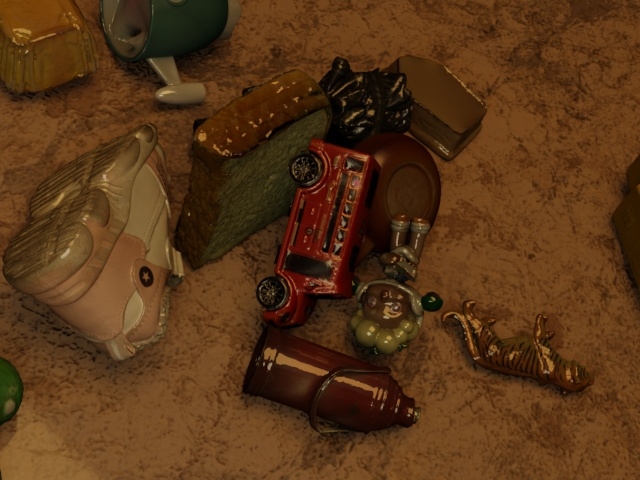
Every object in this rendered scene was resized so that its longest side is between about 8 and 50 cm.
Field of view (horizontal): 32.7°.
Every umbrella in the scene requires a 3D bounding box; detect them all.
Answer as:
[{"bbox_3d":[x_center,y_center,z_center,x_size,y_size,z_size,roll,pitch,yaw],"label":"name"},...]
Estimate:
[{"bbox_3d":[-0.030,-0.199,1.633,0.337,0.128,0.154,-5,38,-10],"label":"umbrella"}]

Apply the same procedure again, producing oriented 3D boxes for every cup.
[{"bbox_3d":[-0.219,-0.352,1.640,0.173,0.167,0.299,-12,90,-37],"label":"cup"}]

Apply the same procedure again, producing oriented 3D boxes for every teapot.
[{"bbox_3d":[0.076,-0.052,1.590,0.178,0.135,0.252,45,70,-29],"label":"teapot"}]

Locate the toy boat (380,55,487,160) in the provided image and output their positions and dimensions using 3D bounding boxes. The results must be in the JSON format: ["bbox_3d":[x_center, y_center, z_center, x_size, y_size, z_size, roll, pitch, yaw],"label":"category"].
[{"bbox_3d":[0.176,-0.229,1.764,0.188,0.061,0.116,41,55,8],"label":"toy boat"}]

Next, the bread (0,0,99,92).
[{"bbox_3d":[-0.439,-0.348,1.576,0.152,0.119,0.288,-24,69,-28],"label":"bread"}]

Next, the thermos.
[{"bbox_3d":[0.022,0.190,1.430,0.232,0.099,0.124,20,17,-9],"label":"thermos"}]

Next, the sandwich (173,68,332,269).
[{"bbox_3d":[-0.095,-0.100,1.466,0.226,0.251,0.087,-33,70,-33],"label":"sandwich"}]

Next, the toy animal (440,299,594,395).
[{"bbox_3d":[0.284,0.153,1.568,0.241,0.057,0.099,15,56,-12],"label":"toy animal"}]

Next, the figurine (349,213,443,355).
[{"bbox_3d":[0.100,0.063,1.493,0.147,0.093,0.197,11,94,22],"label":"figurine"}]

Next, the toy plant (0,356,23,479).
[{"bbox_3d":[-0.438,0.195,1.218,0.235,0.175,0.218,40,44,-25],"label":"toy plant"}]

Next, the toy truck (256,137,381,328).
[{"bbox_3d":[0.000,0.000,1.457,0.114,0.107,0.252,13,85,13],"label":"toy truck"}]

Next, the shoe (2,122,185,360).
[{"bbox_3d":[-0.269,0.002,1.407,0.198,0.172,0.351,56,28,-25],"label":"shoe"}]

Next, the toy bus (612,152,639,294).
[{"bbox_3d":[0.551,0.013,1.719,0.123,0.121,0.335,-5,62,-15],"label":"toy bus"}]
